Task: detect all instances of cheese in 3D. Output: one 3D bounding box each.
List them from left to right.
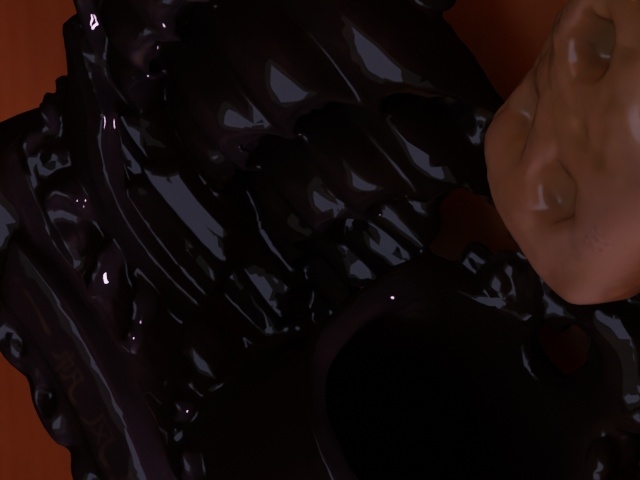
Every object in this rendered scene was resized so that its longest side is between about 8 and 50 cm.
[{"bbox_3d":[0.087,-0.051,0.396,0.065,0.043,0.194,60,150,15],"label":"cheese"}]

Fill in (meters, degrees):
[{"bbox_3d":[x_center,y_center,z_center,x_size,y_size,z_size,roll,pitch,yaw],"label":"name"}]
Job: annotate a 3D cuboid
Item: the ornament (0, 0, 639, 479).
[{"bbox_3d":[0.000,0.000,0.590,0.251,0.106,0.260,59,142,11],"label":"ornament"}]
